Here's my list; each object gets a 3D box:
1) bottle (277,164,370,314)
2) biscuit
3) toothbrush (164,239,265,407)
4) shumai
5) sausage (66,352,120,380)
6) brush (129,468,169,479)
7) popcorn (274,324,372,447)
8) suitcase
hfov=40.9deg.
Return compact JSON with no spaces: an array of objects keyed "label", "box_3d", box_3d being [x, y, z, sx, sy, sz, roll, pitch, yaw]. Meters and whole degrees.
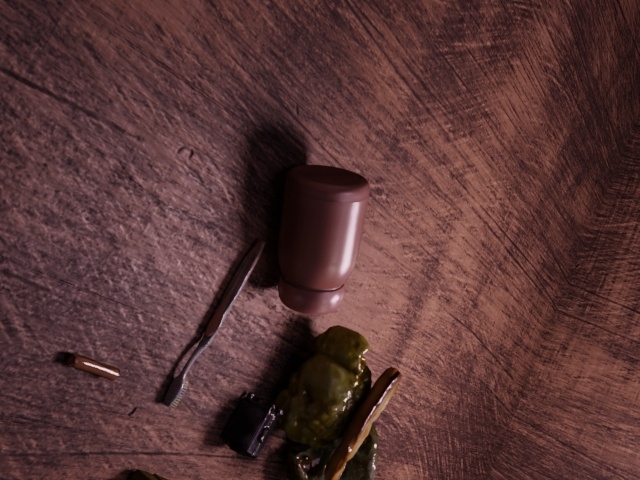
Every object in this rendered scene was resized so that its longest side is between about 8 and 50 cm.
[{"label":"bottle","box_3d":[0.000,0.000,1.783,0.206,0.173,0.296,-81,178,-71]},{"label":"biscuit","box_3d":[0.096,0.418,1.961,0.299,0.045,0.154,-54,164,-20]},{"label":"toothbrush","box_3d":[-0.204,0.158,1.685,0.375,0.028,0.037,-61,153,-12]},{"label":"shumai","box_3d":[0.021,0.504,2.118,0.260,0.222,0.225,-86,-168,-58]},{"label":"sausage","box_3d":[-0.385,0.213,1.448,0.116,0.026,0.026,38,75,-56]},{"label":"brush","box_3d":[-0.373,0.555,1.637,0.233,0.047,0.103,-57,145,-10]},{"label":"popcorn","box_3d":[0.022,0.347,2.002,0.286,0.174,0.225,-60,159,-8]},{"label":"suitcase","box_3d":[-0.148,0.401,1.848,0.126,0.086,0.059,-60,145,-15]}]
